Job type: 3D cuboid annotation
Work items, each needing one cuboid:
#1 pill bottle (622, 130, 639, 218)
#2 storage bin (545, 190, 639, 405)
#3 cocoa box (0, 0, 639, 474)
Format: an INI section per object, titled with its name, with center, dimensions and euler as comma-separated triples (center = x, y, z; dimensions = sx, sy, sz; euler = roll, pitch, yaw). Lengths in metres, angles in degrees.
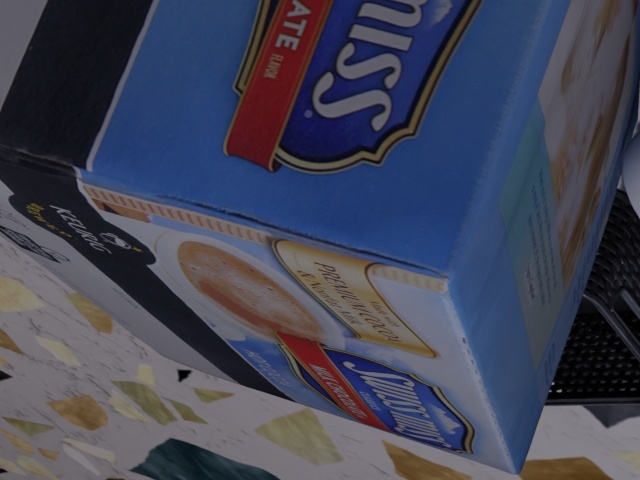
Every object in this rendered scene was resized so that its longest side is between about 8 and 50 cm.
[pill bottle]
center = 0.224, -0.067, 0.574
dimensions = 0.112, 0.112, 0.187
euler = 31, 141, -7
[storage bin]
center = 0.143, 0.043, 0.854
dimensions = 0.180, 0.084, 0.122
euler = -8, 135, 45
[cocoa box]
center = 0.011, -0.059, 0.578
dimensions = 0.228, 0.231, 0.347
euler = 17, 165, 18
